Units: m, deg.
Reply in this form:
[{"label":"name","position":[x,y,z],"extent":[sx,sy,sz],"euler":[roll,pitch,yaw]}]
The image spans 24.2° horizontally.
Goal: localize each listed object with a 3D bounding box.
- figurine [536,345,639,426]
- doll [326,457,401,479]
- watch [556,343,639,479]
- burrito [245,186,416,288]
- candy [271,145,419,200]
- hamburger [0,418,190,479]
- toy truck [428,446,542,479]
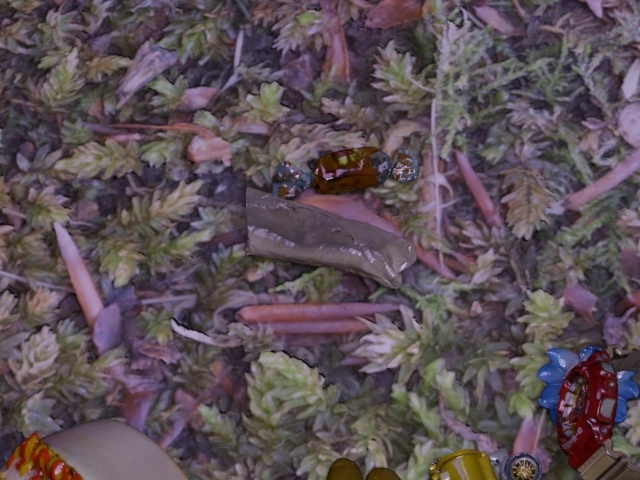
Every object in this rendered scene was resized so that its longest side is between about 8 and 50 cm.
[{"label":"figurine","position":[0.283,0.168,1.597],"extent":[0.114,0.079,0.114],"euler":[0,60,-1]},{"label":"doll","position":[0.034,0.327,1.550],"extent":[0.137,0.097,0.210],"euler":[27,46,-14]},{"label":"watch","position":[0.371,0.202,1.521],"extent":[0.268,0.102,0.165],"euler":[23,54,-5]},{"label":"burrito","position":[0.000,0.000,1.733],"extent":[0.226,0.060,0.087],"euler":[15,59,16]},{"label":"candy","position":[0.027,-0.083,1.784],"extent":[0.182,0.046,0.053],"euler":[-11,63,-2]},{"label":"hamburger","position":[-0.218,0.315,1.462],"extent":[0.179,0.294,0.276],"euler":[-34,54,-30]},{"label":"toy truck","position":[0.193,0.317,1.518],"extent":[0.114,0.098,0.227],"euler":[-17,60,-4]}]
